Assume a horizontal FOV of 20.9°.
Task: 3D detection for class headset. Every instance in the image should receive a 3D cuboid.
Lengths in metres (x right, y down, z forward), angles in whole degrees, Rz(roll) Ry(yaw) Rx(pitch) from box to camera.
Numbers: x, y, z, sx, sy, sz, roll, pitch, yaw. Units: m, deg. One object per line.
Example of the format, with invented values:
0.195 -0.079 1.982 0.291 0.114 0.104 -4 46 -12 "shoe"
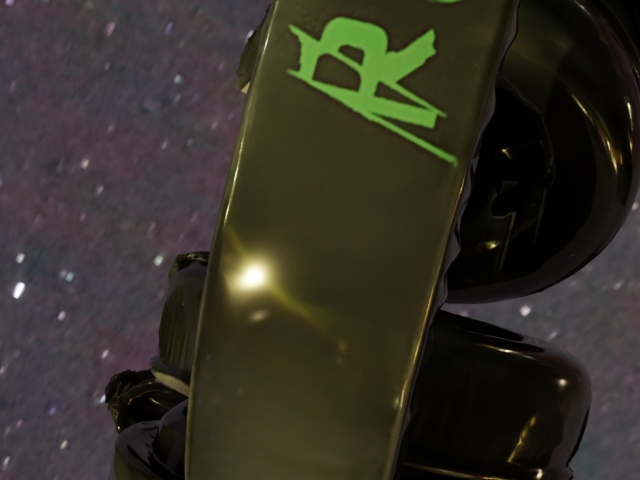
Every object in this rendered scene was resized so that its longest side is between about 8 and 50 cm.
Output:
0.000 0.000 0.522 0.185 0.394 0.243 14 -116 9 "headset"
